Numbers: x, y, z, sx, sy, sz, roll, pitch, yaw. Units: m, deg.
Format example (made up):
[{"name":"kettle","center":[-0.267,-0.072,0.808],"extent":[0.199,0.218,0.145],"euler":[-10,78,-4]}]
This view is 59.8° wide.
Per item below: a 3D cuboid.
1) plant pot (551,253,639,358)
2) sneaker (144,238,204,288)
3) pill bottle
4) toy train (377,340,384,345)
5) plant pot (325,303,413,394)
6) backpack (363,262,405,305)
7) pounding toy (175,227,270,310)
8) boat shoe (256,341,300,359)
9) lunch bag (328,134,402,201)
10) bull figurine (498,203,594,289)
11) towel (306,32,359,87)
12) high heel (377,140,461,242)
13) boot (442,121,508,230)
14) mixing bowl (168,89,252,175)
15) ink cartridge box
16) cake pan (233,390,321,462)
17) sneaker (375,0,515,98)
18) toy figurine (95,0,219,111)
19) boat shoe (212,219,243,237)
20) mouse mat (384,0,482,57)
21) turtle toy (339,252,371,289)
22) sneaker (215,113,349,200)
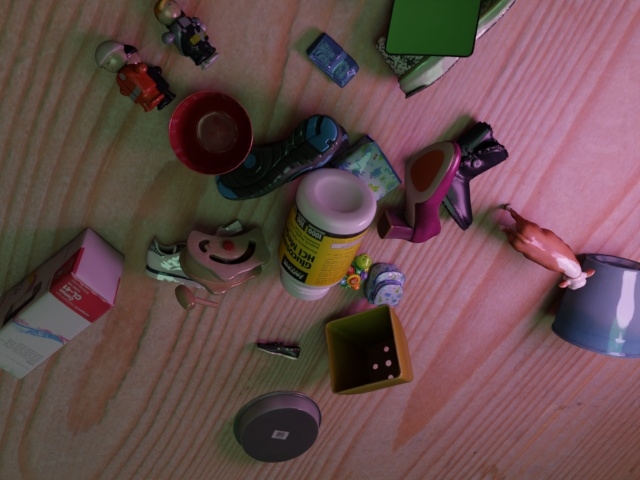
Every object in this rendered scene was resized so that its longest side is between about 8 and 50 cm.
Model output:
[{"name":"plant pot","center":[0.870,0.182,1.685],"extent":[0.272,0.271,0.255],"euler":[3,104,-15]},{"name":"sneaker","center":[-0.325,0.060,1.425],"extent":[0.235,0.090,0.094],"euler":[10,107,-20]},{"name":"pill bottle","center":[0.000,0.000,1.364],"extent":[0.188,0.187,0.334],"euler":[4,140,-15]},{"name":"toy train","center":[0.212,0.302,1.729],"extent":[0.083,0.017,0.024],"euler":[-40,130,11]},{"name":"plant pot","center":[0.160,0.334,1.610],"extent":[0.212,0.212,0.187],"euler":[-22,147,24]},{"name":"backpack","center":[0.189,0.129,1.583],"extent":[0.105,0.084,0.114],"euler":[5,116,-18]},{"name":"pounding toy","center":[-0.265,0.065,1.378],"extent":[0.270,0.154,0.155],"euler":[-25,159,-43]},{"name":"boat shoe","center":[-0.124,0.319,1.647],"extent":[0.133,0.049,0.042],"euler":[16,87,-14]},{"name":"lunch bag","center":[0.114,-0.165,1.387],"extent":[0.129,0.096,0.151],"euler":[-36,112,8]},{"name":"bull figurine","center":[0.625,0.021,1.561],"extent":[0.310,0.188,0.101],"euler":[32,109,-27]},{"name":"towel","center":[0.029,-0.409,1.263],"extent":[0.119,0.029,0.067],"euler":[36,105,-28]},{"name":"high heel","center":[0.289,-0.117,1.381],"extent":[0.181,0.127,0.377],"euler":[-2,154,-22]},{"name":"boot","center":[0.402,-0.165,1.454],"extent":[0.207,0.094,0.246],"euler":[-32,116,11]},{"name":"mixing bowl","center":[-0.238,-0.240,1.244],"extent":[0.182,0.098,0.181],"euler":[0,102,-2]},{"name":"ink cartridge box","center":[-0.629,0.144,1.316],"extent":[0.306,0.226,0.131],"euler":[-36,121,8]},{"name":"cake pan","center":[-0.134,0.615,1.809],"extent":[0.293,0.054,0.293],"euler":[-6,120,-10]},{"name":"sneaker","center":[0.284,-0.511,1.210],"extent":[0.182,0.158,0.410],"euler":[42,99,-12]},{"name":"toy figurine","center":[-0.318,-0.371,1.102],"extent":[0.209,0.213,0.148],"euler":[-40,104,7]},{"name":"boat shoe","center":[-0.249,-0.023,1.425],"extent":[0.100,0.035,0.035],"euler":[-24,95,6]},{"name":"mouse mat","center":[0.236,-0.459,1.169],"extent":[0.190,0.007,0.152],"euler":[9,85,21]},{"name":"turtle toy","center":[0.093,0.086,1.545],"extent":[0.095,0.066,0.130],"euler":[23,112,-24]},{"name":"sneaker","center":[-0.087,-0.178,1.311],"extent":[0.341,0.140,0.125],"euler":[-19,82,20]}]
